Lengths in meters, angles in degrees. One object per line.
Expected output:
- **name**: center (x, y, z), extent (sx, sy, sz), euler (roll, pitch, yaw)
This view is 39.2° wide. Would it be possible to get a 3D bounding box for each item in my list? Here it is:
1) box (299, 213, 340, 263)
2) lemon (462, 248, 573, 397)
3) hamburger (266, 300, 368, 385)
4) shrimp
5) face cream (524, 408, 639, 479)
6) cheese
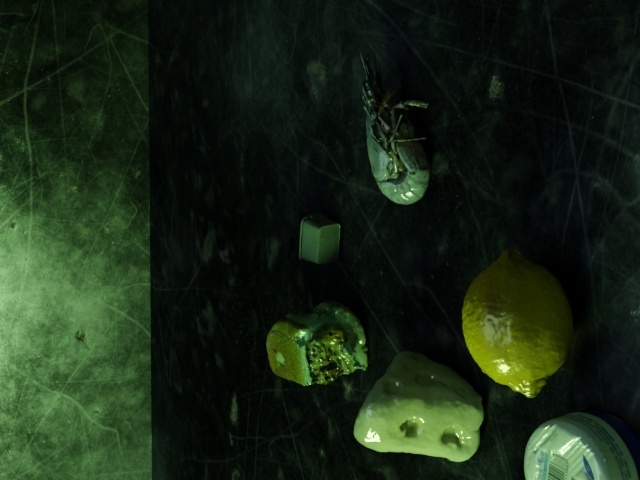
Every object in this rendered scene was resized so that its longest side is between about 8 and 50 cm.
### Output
- **box**: center (0.000, 0.000, 2.214), extent (0.069, 0.084, 0.122), euler (24, 117, 49)
- **lemon**: center (0.337, 0.142, 1.544), extent (0.188, 0.188, 0.256), euler (-20, 72, 59)
- **hamburger**: center (-0.012, 0.243, 2.185), extent (0.288, 0.168, 0.192), euler (3, 99, 60)
- **shrimp**: center (0.148, -0.243, 1.876), extent (0.145, 0.117, 0.342), euler (-18, 86, 59)
- **face cream**: center (0.437, 0.390, 1.492), extent (0.206, 0.111, 0.205), euler (12, 105, 58)
- **cheese**: center (0.174, 0.331, 1.844), extent (0.248, 0.252, 0.173), euler (-127, 41, -66)
